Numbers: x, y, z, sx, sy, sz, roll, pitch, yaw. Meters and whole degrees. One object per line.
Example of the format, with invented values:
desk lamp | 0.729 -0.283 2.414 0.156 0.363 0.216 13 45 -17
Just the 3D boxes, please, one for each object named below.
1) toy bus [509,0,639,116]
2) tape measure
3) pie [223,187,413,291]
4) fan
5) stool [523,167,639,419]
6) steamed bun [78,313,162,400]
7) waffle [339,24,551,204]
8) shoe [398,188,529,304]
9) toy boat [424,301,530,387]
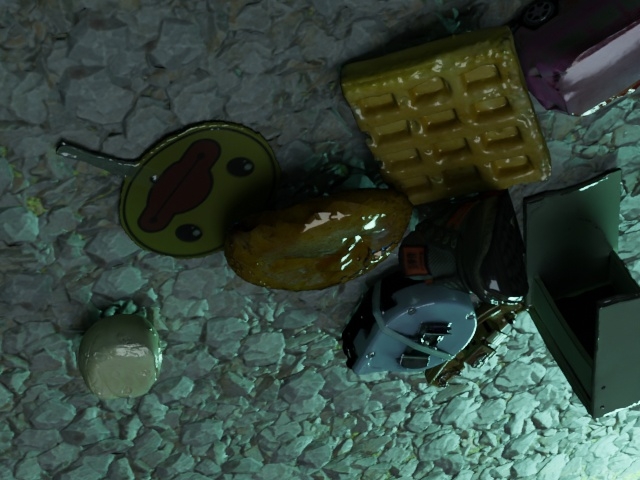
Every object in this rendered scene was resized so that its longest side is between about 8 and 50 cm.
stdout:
toy bus | 0.384 -0.279 1.484 0.302 0.147 0.127 -34 130 8
tape measure | 0.143 0.124 1.782 0.182 0.107 0.181 1 137 -21
pie | -0.001 0.001 1.591 0.273 0.069 0.273 -9 158 -4
fan | -0.189 -0.073 1.517 0.335 0.011 0.230 19 122 -38
stool | 0.430 0.080 1.766 0.170 0.244 0.270 -18 136 -7
steamed bun | -0.280 0.155 1.634 0.112 0.091 0.130 -2 134 -14
waffle | 0.165 -0.154 1.513 0.221 0.055 0.248 -11 137 17
shoe | 0.184 0.012 1.591 0.170 0.336 0.132 -15 100 13
toy boat | 0.250 0.163 1.887 0.064 0.072 0.206 26 118 -41
